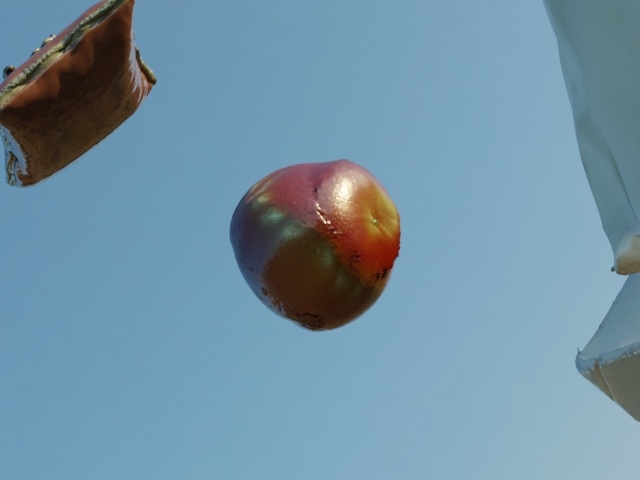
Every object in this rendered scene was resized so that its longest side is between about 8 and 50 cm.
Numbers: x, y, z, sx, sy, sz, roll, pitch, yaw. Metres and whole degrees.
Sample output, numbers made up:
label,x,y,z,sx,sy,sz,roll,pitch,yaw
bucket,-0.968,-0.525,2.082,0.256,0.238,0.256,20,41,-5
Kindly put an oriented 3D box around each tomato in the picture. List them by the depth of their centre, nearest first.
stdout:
label,x,y,z,sx,sy,sz,roll,pitch,yaw
tomato,0.000,0.000,0.792,0.075,0.087,0.087,-39,-19,24

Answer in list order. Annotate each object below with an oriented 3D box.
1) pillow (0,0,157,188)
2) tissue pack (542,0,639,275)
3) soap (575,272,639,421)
label,x,y,z,sx,sy,sz,roll,pitch,yaw
pillow,-0.225,-0.134,1.443,0.171,0.075,0.179,-42,-14,-15
tissue pack,0.167,-0.205,0.370,0.297,0.380,0.207,-11,-16,-12
soap,0.222,0.024,0.871,0.121,0.064,0.183,-54,7,-22
